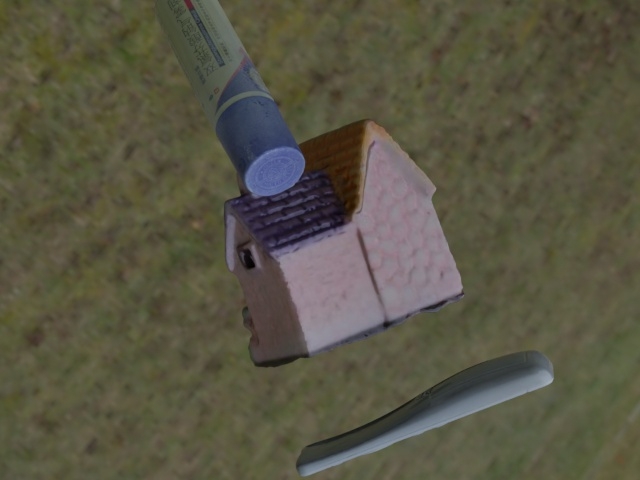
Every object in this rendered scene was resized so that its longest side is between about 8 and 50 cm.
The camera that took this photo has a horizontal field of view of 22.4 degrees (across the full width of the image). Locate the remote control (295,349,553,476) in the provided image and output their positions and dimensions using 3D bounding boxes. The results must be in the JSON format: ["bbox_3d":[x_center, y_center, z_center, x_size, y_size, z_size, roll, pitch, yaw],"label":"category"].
[{"bbox_3d":[0.068,0.114,1.092,0.184,0.027,0.050,-23,-175,10],"label":"remote control"}]

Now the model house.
[{"bbox_3d":[0.000,0.000,1.885,0.237,0.202,0.237,-20,94,-25],"label":"model house"}]

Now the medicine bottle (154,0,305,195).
[{"bbox_3d":[-0.082,-0.136,1.412,0.059,0.231,0.059,-18,142,-15],"label":"medicine bottle"}]
